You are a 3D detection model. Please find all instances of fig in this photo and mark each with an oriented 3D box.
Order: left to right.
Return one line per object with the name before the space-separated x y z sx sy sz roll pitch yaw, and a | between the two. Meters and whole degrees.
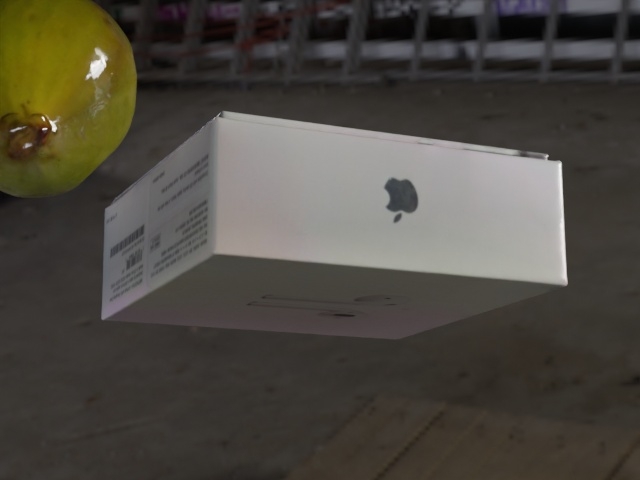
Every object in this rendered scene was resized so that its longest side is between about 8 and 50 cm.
fig | -0.193 -0.101 0.965 0.136 0.153 0.121 1 -22 -13

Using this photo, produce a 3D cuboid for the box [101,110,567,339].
box | 0.000 0.000 0.517 0.129 0.051 0.130 6 -14 -23
